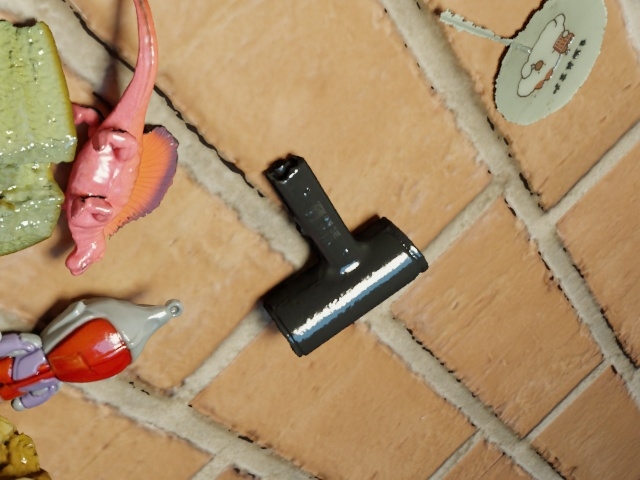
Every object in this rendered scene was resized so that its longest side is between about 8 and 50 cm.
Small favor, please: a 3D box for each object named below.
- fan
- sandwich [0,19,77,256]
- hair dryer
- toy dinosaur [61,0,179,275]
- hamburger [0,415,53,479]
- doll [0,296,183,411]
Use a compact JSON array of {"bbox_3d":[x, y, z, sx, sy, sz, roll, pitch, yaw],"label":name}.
[{"bbox_3d":[0.241,-0.233,1.110,0.329,0.009,0.190,3,123,-45],"label":"fan"},{"bbox_3d":[-0.267,-0.060,0.776,0.090,0.088,0.244,-5,127,-42],"label":"sandwich"},{"bbox_3d":[0.000,0.000,1.072,0.197,0.089,0.251,-35,130,-7],"label":"hair dryer"},{"bbox_3d":[-0.169,-0.090,0.863,0.139,0.070,0.286,0,121,-52],"label":"toy dinosaur"},{"bbox_3d":[-0.393,0.311,0.863,0.304,0.174,0.284,-39,171,-35],"label":"hamburger"},{"bbox_3d":[-0.248,0.111,0.948,0.227,0.075,0.102,-25,128,-8],"label":"doll"}]
